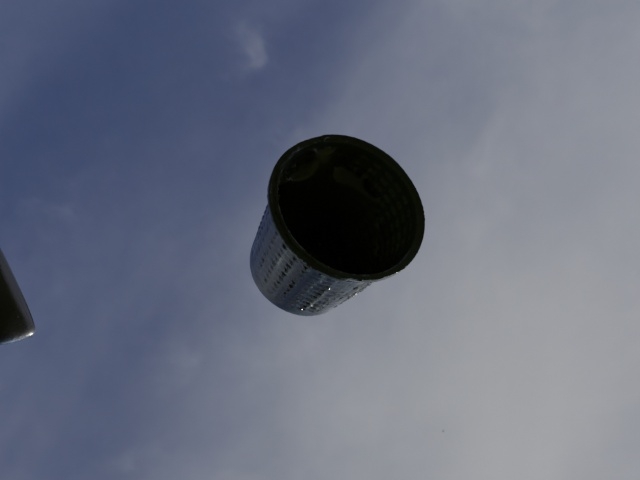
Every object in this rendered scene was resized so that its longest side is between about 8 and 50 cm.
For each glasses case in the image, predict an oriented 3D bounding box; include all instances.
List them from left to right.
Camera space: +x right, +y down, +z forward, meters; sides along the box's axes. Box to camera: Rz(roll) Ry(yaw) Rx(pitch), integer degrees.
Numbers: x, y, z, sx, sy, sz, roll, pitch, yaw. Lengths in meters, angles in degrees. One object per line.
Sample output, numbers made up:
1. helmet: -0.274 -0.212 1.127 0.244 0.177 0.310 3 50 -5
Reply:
1. glasses case: -0.219 0.030 0.807 0.023 0.033 0.083 -33 -98 44

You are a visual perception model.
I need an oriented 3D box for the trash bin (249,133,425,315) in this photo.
1. trash bin: 0.000 0.000 1.303 0.176 0.161 0.175 12 -123 -19
